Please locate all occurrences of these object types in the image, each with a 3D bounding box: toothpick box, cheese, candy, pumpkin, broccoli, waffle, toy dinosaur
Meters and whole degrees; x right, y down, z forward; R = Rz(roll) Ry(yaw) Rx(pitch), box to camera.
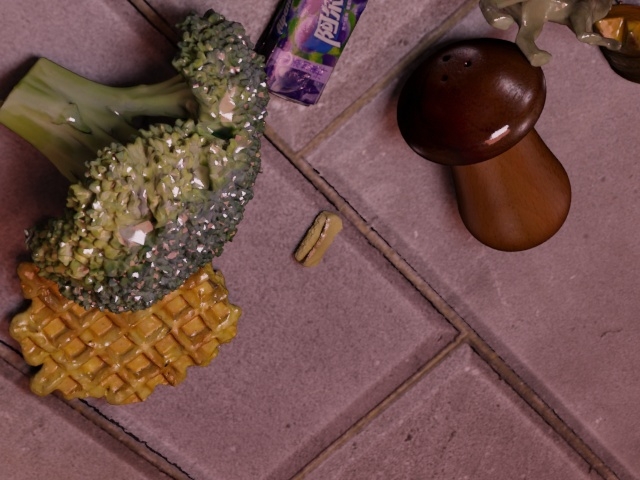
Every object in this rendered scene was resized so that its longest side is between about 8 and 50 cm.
[{"bbox_3d":[0.217,-0.123,1.902,0.192,0.192,0.294,-32,136,-1],"label":"toothpick box"},{"bbox_3d":[0.000,0.000,1.981,0.044,0.030,0.083,14,112,-54],"label":"cheese"},{"bbox_3d":[0.018,-0.309,1.758,0.088,0.061,0.312,16,114,-30],"label":"candy"},{"bbox_3d":[0.466,-0.246,1.961,0.254,0.130,0.149,-11,126,-19],"label":"pumpkin"},{"bbox_3d":[-0.201,-0.091,1.669,0.302,0.249,0.375,29,100,-29],"label":"broccoli"},{"bbox_3d":[-0.248,0.081,1.906,0.307,0.060,0.312,-9,127,-20],"label":"waffle"},{"bbox_3d":[0.273,-0.296,1.828,0.294,0.162,0.077,5,141,-30],"label":"toy dinosaur"}]
